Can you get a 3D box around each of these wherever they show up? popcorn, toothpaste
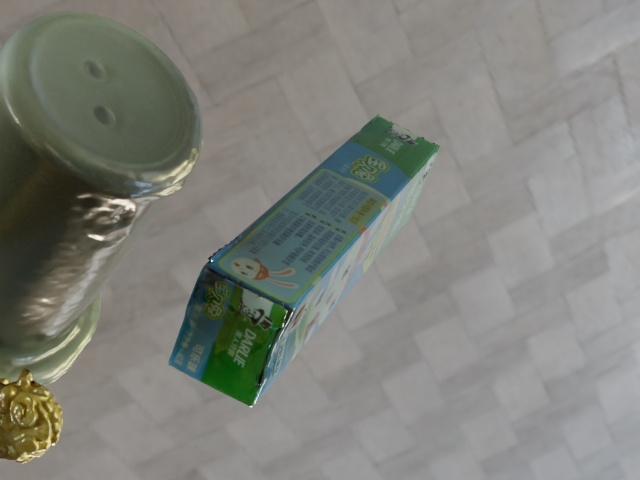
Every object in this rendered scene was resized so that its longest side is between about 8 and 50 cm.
[{"bbox_3d":[-0.250,0.144,1.156,0.057,0.082,0.083,-20,129,-59],"label":"popcorn"},{"bbox_3d":[0.000,0.000,0.777,0.266,0.050,0.065,-46,159,-62],"label":"toothpaste"}]

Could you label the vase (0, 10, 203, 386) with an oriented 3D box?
[{"bbox_3d":[-0.237,-0.044,1.209,0.245,0.245,0.291,9,141,-35],"label":"vase"}]
